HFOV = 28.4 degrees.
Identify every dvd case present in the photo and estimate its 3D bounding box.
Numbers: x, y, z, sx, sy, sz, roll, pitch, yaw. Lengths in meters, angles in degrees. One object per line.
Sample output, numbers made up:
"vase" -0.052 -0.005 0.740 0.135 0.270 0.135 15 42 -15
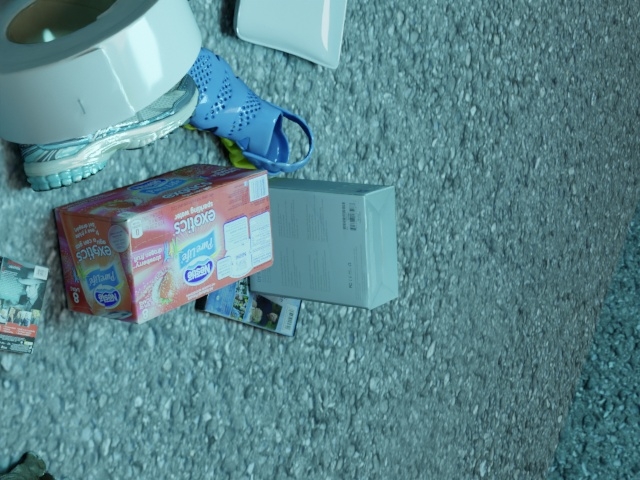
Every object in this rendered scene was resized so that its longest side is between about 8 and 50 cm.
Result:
"dvd case" -0.400 0.085 1.658 0.087 0.013 0.119 17 83 -55
"dvd case" -0.100 0.049 2.069 0.253 0.022 0.180 23 76 -54

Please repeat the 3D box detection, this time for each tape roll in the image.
"tape roll" -0.289 -0.236 1.519 0.286 0.286 0.100 -51 135 -36

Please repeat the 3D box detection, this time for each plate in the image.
"plate" -0.046 -0.435 2.036 0.278 0.045 0.277 7 91 -55

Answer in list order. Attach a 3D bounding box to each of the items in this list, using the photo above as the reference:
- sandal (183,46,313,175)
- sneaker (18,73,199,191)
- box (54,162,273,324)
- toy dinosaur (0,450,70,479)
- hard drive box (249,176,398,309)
"sandal" -0.115 -0.191 1.907 0.317 0.138 0.126 35 69 -50
"sneaker" -0.279 -0.175 1.681 0.283 0.110 0.122 -36 117 -35
"box" -0.213 -0.003 1.794 0.300 0.142 0.154 -25 116 -50
"toy dinosaur" -0.426 0.367 1.584 0.160 0.121 0.313 57 46 -26
"hard drive box" 0.000 0.000 1.981 0.089 0.232 0.181 -20 112 -53
